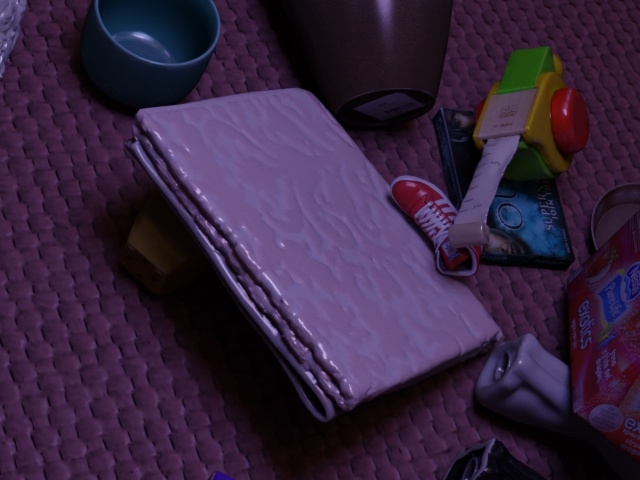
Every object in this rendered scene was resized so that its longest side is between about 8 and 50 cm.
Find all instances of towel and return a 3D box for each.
[{"bbox_3d":[0.000,0.000,1.422,0.332,0.053,0.317,53,30,12],"label":"towel"}]

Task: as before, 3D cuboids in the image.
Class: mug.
[{"bbox_3d":[-0.172,-0.207,1.522,0.129,0.097,0.158,21,51,-10],"label":"mug"}]

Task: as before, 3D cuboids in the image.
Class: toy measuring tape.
[{"bbox_3d":[0.204,-0.077,1.553,0.121,0.121,0.330,28,47,-4],"label":"toy measuring tape"}]

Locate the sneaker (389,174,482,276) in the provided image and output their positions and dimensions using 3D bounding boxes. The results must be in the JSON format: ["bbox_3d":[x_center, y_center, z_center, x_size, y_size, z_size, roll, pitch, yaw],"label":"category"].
[{"bbox_3d":[0.114,-0.012,1.488,0.118,0.042,0.067,40,26,-15],"label":"sneaker"}]

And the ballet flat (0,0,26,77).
[{"bbox_3d":[-0.342,-0.307,1.493,0.147,0.147,0.409,17,54,-13],"label":"ballet flat"}]

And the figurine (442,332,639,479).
[{"bbox_3d":[0.236,0.217,1.437,0.209,0.092,0.215,33,50,-10],"label":"figurine"}]

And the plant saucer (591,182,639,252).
[{"bbox_3d":[0.365,0.014,1.659,0.168,0.029,0.168,12,54,-18],"label":"plant saucer"}]

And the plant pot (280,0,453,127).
[{"bbox_3d":[0.054,-0.245,1.601,0.215,0.215,0.230,-1,72,-24],"label":"plant pot"}]

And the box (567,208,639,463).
[{"bbox_3d":[0.326,0.095,1.461,0.128,0.122,0.257,37,27,-12],"label":"box"}]

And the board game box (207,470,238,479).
[{"bbox_3d":[-0.033,0.301,1.275,0.193,0.045,0.147,26,51,-6],"label":"board game box"}]

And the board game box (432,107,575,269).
[{"bbox_3d":[0.196,-0.057,1.632,0.126,0.026,0.186,4,57,-22],"label":"board game box"}]

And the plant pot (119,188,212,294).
[{"bbox_3d":[-0.140,0.002,1.411,0.081,0.081,0.083,40,58,5],"label":"plant pot"}]
